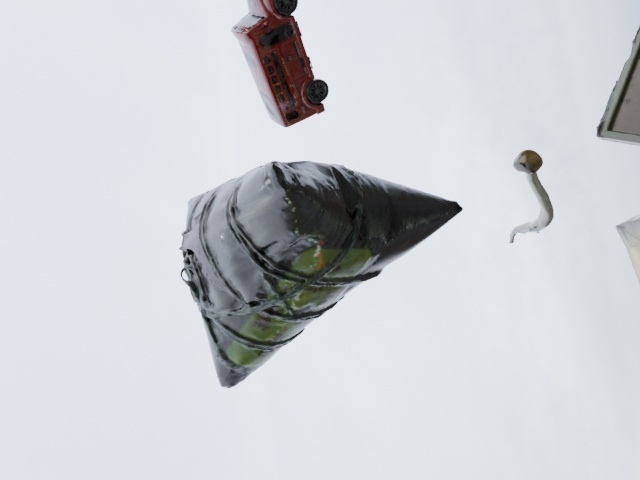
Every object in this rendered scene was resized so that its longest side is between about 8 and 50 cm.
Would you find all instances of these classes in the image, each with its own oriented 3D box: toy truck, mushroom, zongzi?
[{"bbox_3d":[-0.080,-0.341,1.063,0.114,0.107,0.252,-31,-55,-12],"label":"toy truck"},{"bbox_3d":[0.351,-0.053,0.971,0.043,0.068,0.306,-38,-31,-3],"label":"mushroom"},{"bbox_3d":[0.000,0.000,0.819,0.362,0.383,0.319,0,-115,-35],"label":"zongzi"}]

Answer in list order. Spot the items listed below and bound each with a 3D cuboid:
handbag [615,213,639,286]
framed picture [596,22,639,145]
[{"bbox_3d":[0.382,0.046,0.589,0.117,0.095,0.173,-13,-96,-32],"label":"handbag"},{"bbox_3d":[0.233,-0.117,0.321,0.011,0.109,0.149,17,-85,-48],"label":"framed picture"}]
